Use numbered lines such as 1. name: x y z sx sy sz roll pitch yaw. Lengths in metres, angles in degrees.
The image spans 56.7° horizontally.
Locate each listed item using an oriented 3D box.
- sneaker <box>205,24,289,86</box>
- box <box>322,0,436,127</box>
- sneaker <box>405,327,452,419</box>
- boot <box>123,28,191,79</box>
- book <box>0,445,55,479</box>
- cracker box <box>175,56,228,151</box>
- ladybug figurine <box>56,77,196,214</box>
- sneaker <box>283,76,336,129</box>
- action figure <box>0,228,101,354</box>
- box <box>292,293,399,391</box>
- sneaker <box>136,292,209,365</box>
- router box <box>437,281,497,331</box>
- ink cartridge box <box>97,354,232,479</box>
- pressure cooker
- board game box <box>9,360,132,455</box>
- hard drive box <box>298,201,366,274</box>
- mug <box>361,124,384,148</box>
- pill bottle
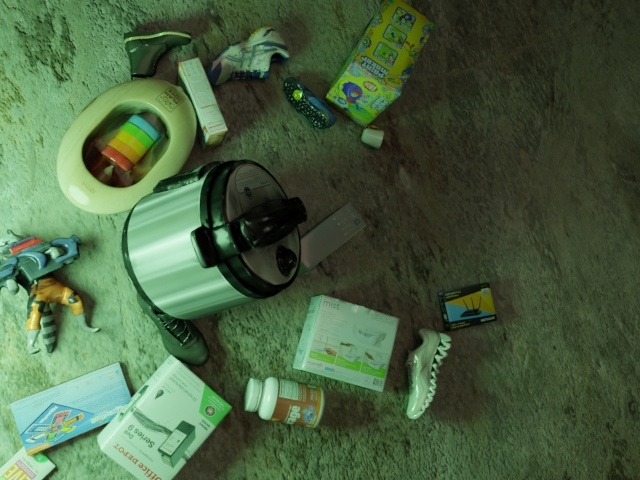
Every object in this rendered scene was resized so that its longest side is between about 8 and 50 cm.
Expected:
1. sneaker: -0.221 -0.549 1.841 0.296 0.112 0.131 -39 94 -18
2. box: 0.179 -0.556 1.871 0.177 0.290 0.279 29 73 -11
3. sneaker: 0.313 0.414 1.862 0.118 0.110 0.292 24 67 -4
4. boot: -0.483 -0.555 1.788 0.197 0.077 0.137 -7 88 -5
5. book: -0.774 0.604 1.528 0.096 0.035 0.144 47 69 -7
6. cracker box: -0.352 -0.397 1.752 0.067 0.155 0.233 -21 88 -20
7. ladybug figurine: -0.534 -0.261 1.670 0.305 0.162 0.449 42 72 -8
8. sneaker: -0.034 -0.445 1.915 0.209 0.069 0.082 47 38 4
9. action figure: -0.770 0.134 1.532 0.341 0.178 0.330 -21 82 -44
10. box: 0.078 0.308 1.786 0.261 0.126 0.231 18 76 -14
11. sneaker: -0.410 0.234 1.647 0.109 0.130 0.286 -41 96 -20
12. router box: 0.487 0.219 1.969 0.178 0.046 0.133 -10 84 -18
13. ink cartridge box: -0.416 0.491 1.594 0.211 0.121 0.289 46 71 -16
14. pressure cooker: -0.241 -0.008 1.531 0.375 0.420 0.370 46 38 -42
15. board game box: -0.653 0.442 1.578 0.281 0.027 0.145 -19 86 -25
16. hard drive box: 0.000 0.000 1.784 0.232 0.181 0.089 -39 93 -20
17. mug: 0.170 -0.344 1.964 0.064 0.078 0.062 14 110 -6
18. pill bottle: -0.105 0.463 1.708 0.216 0.121 0.121 14 77 -14
